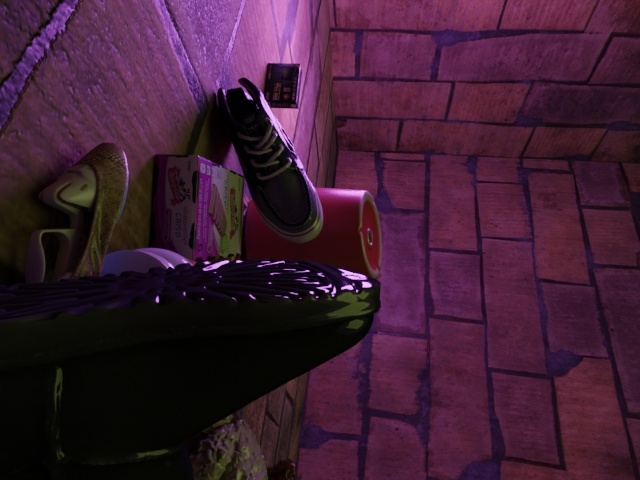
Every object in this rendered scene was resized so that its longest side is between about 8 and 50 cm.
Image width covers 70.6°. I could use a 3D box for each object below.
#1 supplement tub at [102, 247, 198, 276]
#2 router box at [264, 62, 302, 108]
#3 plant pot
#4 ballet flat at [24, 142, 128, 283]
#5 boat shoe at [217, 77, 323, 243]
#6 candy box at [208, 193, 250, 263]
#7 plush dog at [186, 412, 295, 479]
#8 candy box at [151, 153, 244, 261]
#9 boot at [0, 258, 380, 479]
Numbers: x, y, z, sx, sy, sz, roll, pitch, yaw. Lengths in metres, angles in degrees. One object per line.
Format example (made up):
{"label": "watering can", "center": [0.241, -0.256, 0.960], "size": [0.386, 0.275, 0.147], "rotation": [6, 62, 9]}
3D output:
{"label": "supplement tub", "center": [-0.192, 0.088, 0.558], "size": [0.199, 0.144, 0.144], "rotation": [63, 32, -77]}
{"label": "router box", "center": [-0.103, -0.427, 1.245], "size": [0.038, 0.092, 0.122], "rotation": [64, 30, -76]}
{"label": "plant pot", "center": [0.000, 0.000, 1.017], "size": [0.275, 0.243, 0.274], "rotation": [-5, 90, -71]}
{"label": "ballet flat", "center": [-0.241, -0.014, 0.440], "size": [0.067, 0.073, 0.206], "rotation": [41, 49, -64]}
{"label": "boat shoe", "center": [-0.108, -0.158, 0.873], "size": [0.340, 0.127, 0.158], "rotation": [59, -4, 26]}
{"label": "candy box", "center": [-0.187, -0.004, 0.948], "size": [0.109, 0.053, 0.186], "rotation": [69, 27, -75]}
{"label": "plush dog", "center": [-0.171, 0.300, 0.687], "size": [0.225, 0.211, 0.262], "rotation": [66, -18, 11]}
{"label": "candy box", "center": [-0.196, -0.048, 0.763], "size": [0.233, 0.071, 0.159], "rotation": [-13, 106, -84]}
{"label": "boot", "center": [-0.123, 0.251, 0.412], "size": [0.146, 0.367, 0.445], "rotation": [-154, -118, -69]}
